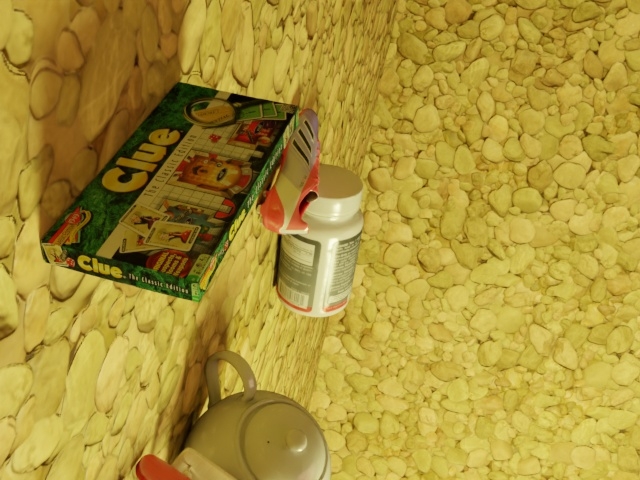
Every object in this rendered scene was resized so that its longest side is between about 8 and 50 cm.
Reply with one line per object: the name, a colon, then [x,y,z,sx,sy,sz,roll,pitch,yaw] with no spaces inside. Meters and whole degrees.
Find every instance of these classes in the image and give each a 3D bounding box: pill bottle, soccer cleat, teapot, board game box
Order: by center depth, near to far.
board game box: [-0.122,-0.059,0.633,0.259,0.136,0.030,-68,165,-45]
teapot: [-0.082,0.327,1.064,0.187,0.256,0.252,-49,-155,44]
soccer cleat: [-0.033,-0.120,1.219,0.083,0.095,0.248,86,20,-63]
pill bottle: [0.000,0.000,1.404,0.161,0.161,0.283,-63,165,-55]

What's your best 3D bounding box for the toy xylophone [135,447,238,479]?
toy xylophone: [-0.157,0.417,0.845,0.081,0.236,0.322,-46,-160,23]
